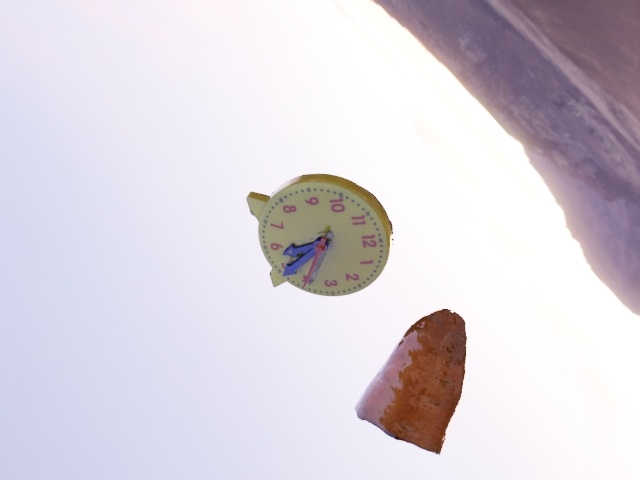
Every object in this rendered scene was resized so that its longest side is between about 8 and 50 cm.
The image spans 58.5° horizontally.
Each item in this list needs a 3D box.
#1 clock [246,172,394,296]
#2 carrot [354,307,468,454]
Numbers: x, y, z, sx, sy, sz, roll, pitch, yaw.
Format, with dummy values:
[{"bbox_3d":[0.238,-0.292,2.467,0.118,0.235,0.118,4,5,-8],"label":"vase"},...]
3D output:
[{"bbox_3d":[0.001,0.002,1.164,0.071,0.293,0.277,-69,-36,-56],"label":"clock"},{"bbox_3d":[0.163,0.214,0.934,0.159,0.225,0.159,21,180,0],"label":"carrot"}]
